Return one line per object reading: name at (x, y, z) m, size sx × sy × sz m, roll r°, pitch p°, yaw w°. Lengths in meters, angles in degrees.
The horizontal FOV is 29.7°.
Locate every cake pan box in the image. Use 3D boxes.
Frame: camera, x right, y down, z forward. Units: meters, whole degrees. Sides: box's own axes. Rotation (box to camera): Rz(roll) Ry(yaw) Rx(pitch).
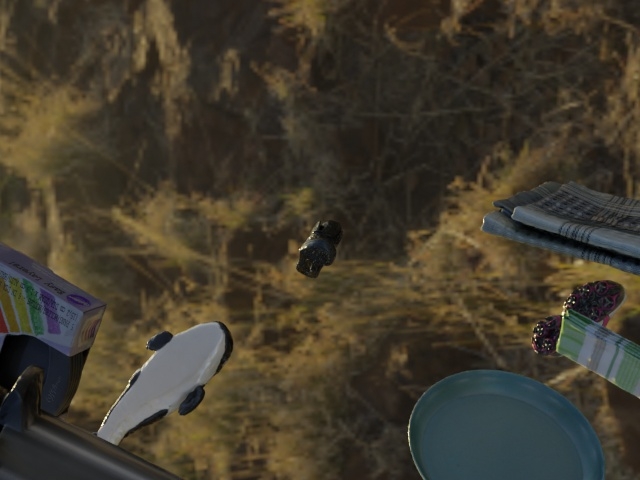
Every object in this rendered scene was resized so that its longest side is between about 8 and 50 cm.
cake pan box at (-0.439, 0.142, 1.649) m, size 0.267 × 0.070 × 0.246 m, roll 29°, pitch 109°, yaw 16°

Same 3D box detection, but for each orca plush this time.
orca plush at (-0.231, 0.249, 1.901) m, size 0.151 × 0.102 × 0.287 m, roll 32°, pitch 86°, yaw 36°

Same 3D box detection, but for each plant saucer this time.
plant saucer at (0.293, 0.339, 1.918) m, size 0.044 × 0.317 × 0.317 m, roll 100°, pitch 150°, yaw -42°

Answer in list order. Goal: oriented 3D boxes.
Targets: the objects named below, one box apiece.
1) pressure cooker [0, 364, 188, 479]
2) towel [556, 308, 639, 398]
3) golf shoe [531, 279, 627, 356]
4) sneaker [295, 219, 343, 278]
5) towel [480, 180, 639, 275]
pressure cooker at (-0.328, 0.352, 1.244) m, size 0.375 × 0.420 × 0.370 m, roll -57°, pitch 9°, yaw 51°
towel at (0.354, 0.148, 1.448) m, size 0.152 × 0.023 × 0.113 m, roll 29°, pitch 155°, yaw 20°
golf shoe at (0.418, 0.121, 1.894) m, size 0.186 × 0.086 × 0.067 m, roll -44°, pitch 50°, yaw 41°
sneaker at (0.002, 0.001, 1.793) m, size 0.089 × 0.051 × 0.170 m, roll -63°, pitch 3°, yaw -20°
towel at (0.422, -0.024, 1.708) m, size 0.324 × 0.312 × 0.056 m, roll 16°, pitch 110°, yaw 26°
